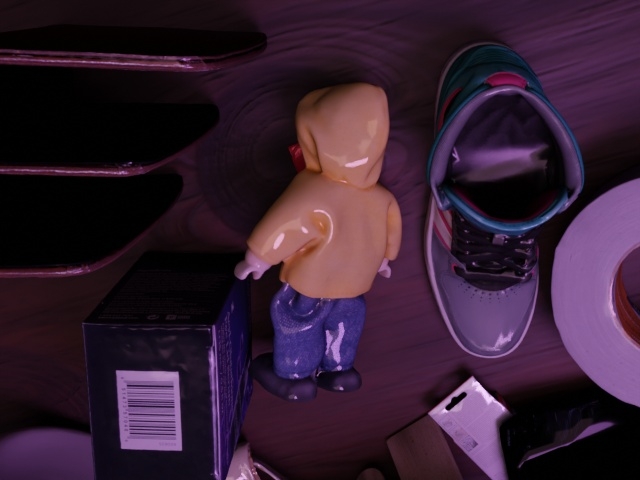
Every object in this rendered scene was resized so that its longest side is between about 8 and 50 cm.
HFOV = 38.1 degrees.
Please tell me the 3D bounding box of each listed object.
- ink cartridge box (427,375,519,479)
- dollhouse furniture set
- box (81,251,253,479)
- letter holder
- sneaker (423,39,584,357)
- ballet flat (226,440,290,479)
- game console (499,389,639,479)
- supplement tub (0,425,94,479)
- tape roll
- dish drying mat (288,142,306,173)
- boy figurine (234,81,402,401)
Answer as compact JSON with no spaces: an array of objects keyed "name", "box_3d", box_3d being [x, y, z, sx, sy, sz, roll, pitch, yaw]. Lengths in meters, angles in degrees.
[{"name":"ink cartridge box","box_3d":[0.166,0.187,0.918,0.063,0.029,0.115,-43,98,13]},{"name":"dollhouse furniture set","box_3d":[0.109,0.289,0.952,0.144,0.123,0.151,-34,135,13]},{"name":"box","box_3d":[-0.126,0.108,0.824,0.108,0.207,0.153,1,107,4]},{"name":"letter holder","box_3d":[-0.152,-0.085,0.723,0.214,0.302,0.152,1,106,3]},{"name":"sneaker","box_3d":[0.151,-0.015,0.785,0.124,0.178,0.295,-3,106,5]},{"name":"ballet flat","box_3d":[-0.029,0.306,0.944,0.086,0.086,0.248,-35,100,12]},{"name":"game console","box_3d":[0.311,0.313,0.924,0.213,0.044,0.361,-15,106,-2]},{"name":"supplement tub","box_3d":[-0.275,0.365,0.888,0.228,0.228,0.316,24,102,-3]},{"name":"tape roll","box_3d":[0.316,0.040,0.808,0.219,0.072,0.219,7,107,24]},{"name":"dish drying mat","box_3d":[0.014,-0.087,0.863,0.083,0.008,0.032,-19,104,9]},{"name":"boy figurine","box_3d":[0.000,0.000,0.823,0.177,0.092,0.285,-7,110,-40]}]
